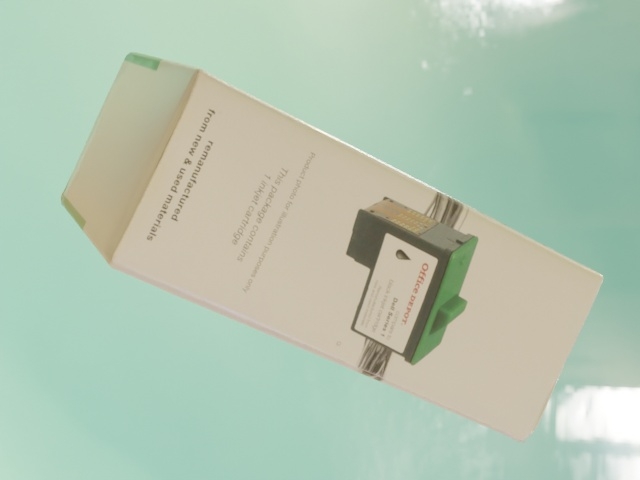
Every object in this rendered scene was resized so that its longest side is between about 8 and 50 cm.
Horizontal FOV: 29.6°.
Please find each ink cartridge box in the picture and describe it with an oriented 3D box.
[{"bbox_3d":[0.000,0.000,0.587,0.219,0.160,0.092,25,92,-23],"label":"ink cartridge box"}]
